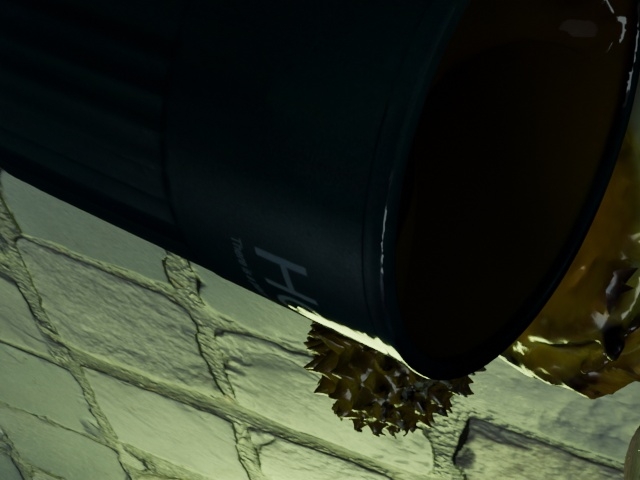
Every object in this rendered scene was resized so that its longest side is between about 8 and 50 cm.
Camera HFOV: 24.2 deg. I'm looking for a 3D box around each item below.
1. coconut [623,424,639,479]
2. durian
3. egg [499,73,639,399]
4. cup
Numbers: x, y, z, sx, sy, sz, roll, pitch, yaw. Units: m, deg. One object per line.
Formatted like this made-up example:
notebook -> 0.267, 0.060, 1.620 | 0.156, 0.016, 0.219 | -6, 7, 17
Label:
coconut -> 0.351, 0.203, 1.160 | 0.227, 0.227, 0.230 | 29, 115, 0
durian -> 0.081, 0.044, 1.170 | 0.183, 0.138, 0.250 | 2, 114, -5
egg -> 0.193, -0.044, 0.938 | 0.174, 0.264, 0.286 | -3, -169, -23
cup -> -0.003, -0.094, 0.790 | 0.292, 0.242, 0.308 | 22, -169, 28
